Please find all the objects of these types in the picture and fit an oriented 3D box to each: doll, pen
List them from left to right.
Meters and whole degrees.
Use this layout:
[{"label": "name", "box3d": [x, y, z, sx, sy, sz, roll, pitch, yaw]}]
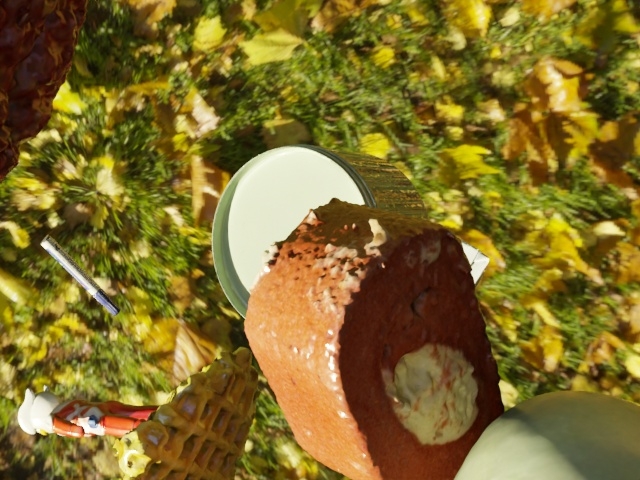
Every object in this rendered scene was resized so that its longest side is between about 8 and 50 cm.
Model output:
[{"label": "pen", "box3d": [-0.463, 0.070, 1.721, 0.025, 0.025, 0.204, -43, 109, -8]}, {"label": "doll", "box3d": [-0.471, 0.363, 1.823, 0.384, 0.188, 0.099, 2, 91, 30]}]

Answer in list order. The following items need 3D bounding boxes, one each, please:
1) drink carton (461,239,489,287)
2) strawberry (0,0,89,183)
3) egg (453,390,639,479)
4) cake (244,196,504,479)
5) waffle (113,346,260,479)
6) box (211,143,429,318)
[{"label": "drink carton", "box3d": [0.233, 0.149, 1.886, 0.107, 0.130, 0.315, 32, 83, 11]}, {"label": "strawberry", "box3d": [-0.237, -0.132, 0.504, 0.274, 0.274, 0.220, -23, 77, -12]}, {"label": "egg", "box3d": [0.219, 0.284, 0.685, 0.259, 0.258, 0.352, 16, 49, -14]}, {"label": "cake", "box3d": [0.047, 0.103, 0.787, 0.177, 0.151, 0.282, -33, 122, -28]}, {"label": "waffle", "box3d": [-0.140, 0.238, 0.926, 0.052, 0.245, 0.254, 22, 117, 22]}, {"label": "box", "box3d": [0.000, 0.000, 1.072, 0.149, 0.226, 0.226, -1, 91, -59]}]
